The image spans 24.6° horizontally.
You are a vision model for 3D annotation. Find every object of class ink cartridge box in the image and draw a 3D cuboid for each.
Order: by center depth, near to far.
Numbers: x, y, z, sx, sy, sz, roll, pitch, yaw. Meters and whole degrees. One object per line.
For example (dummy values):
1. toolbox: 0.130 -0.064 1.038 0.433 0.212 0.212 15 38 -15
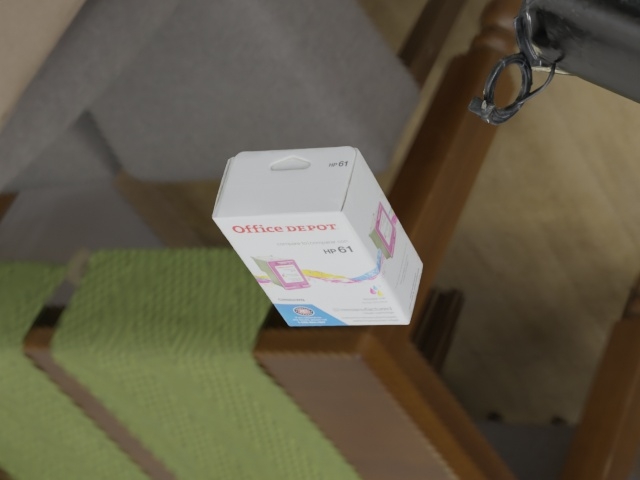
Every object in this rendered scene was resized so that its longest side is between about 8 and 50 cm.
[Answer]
1. ink cartridge box: 0.000 0.000 0.906 0.088 0.052 0.122 -3 142 25

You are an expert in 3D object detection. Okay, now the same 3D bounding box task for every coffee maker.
1. coffee maker: 0.208 -0.101 0.799 0.178 0.171 0.120 33 -166 28
